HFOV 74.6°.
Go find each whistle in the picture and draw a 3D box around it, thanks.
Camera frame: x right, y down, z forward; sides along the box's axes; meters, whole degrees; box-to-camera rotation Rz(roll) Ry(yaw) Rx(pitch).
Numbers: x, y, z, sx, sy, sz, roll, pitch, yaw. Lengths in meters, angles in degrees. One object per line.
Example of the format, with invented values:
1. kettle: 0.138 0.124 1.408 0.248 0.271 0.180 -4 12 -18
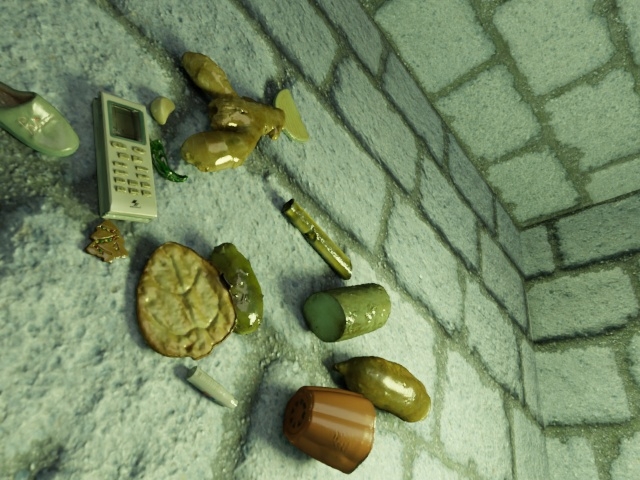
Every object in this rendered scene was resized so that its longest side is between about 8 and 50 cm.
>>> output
1. whistle: 0.001 0.000 1.321 0.326 0.057 0.068 47 41 -24

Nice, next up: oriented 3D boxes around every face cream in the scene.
1. face cream: -0.228 0.318 0.897 0.130 0.034 0.034 47 41 -23

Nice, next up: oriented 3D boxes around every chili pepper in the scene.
1. chili pepper: -0.367 -0.182 0.992 0.118 0.035 0.055 53 56 -12

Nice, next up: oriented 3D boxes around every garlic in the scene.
1. garlic: -0.389 -0.326 1.038 0.053 0.041 0.083 49 33 -29

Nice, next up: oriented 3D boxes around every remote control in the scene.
1. remote control: -0.421 -0.179 0.906 0.103 0.055 0.277 6 67 -50

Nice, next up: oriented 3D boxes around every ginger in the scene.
1. ginger: -0.218 -0.324 1.178 0.348 0.122 0.363 11 53 -38

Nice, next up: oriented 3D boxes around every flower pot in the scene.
1. flower pot: 0.011 0.442 1.022 0.173 0.190 0.191 28 50 -21

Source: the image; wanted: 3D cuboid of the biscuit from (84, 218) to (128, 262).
1. biscuit: -0.425 0.000 0.842 0.082 0.016 0.092 16 62 -45

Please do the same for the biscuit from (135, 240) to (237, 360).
1. biscuit: -0.287 0.123 0.890 0.203 0.041 0.260 -16 76 -28

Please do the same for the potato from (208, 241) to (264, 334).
1. potato: -0.198 0.113 0.994 0.117 0.090 0.226 -10 83 -56

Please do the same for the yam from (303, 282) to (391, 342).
1. yam: 0.086 0.207 1.233 0.268 0.161 0.161 2 70 -50

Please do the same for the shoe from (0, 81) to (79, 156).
1. shoe: -0.541 -0.235 0.775 0.195 0.078 0.079 34 47 -30

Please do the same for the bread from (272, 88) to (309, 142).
1. bread: -0.114 -0.412 1.417 0.112 0.036 0.193 -34 102 -48

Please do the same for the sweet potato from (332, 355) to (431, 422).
1. sweet potato: 0.189 0.429 1.250 0.369 0.157 0.158 36 47 -35
